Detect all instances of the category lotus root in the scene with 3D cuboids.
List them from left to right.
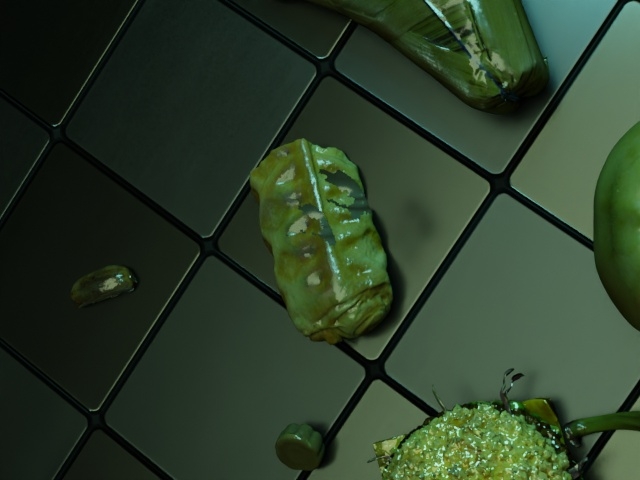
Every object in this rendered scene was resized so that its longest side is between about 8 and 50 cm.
[{"bbox_3d":[-0.262,0.052,1.803,0.083,0.030,0.037,-19,77,16],"label":"lotus root"}]

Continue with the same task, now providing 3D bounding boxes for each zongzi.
[{"bbox_3d":[0.084,-0.228,1.669,0.289,0.123,0.260,-23,80,26],"label":"zongzi"}]

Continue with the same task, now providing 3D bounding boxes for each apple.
[{"bbox_3d":[0.383,-0.009,1.478,0.262,0.262,0.262,-2,84,19],"label":"apple"}]

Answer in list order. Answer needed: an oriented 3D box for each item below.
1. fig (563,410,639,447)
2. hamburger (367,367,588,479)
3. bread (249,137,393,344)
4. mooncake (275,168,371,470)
[{"bbox_3d":[0.381,0.203,1.535,0.259,0.151,0.151,19,91,47],"label":"fig"},{"bbox_3d":[0.163,0.268,1.558,0.243,0.138,0.261,-20,66,9],"label":"hamburger"},{"bbox_3d":[0.000,0.000,1.691,0.128,0.088,0.232,-21,73,9],"label":"bread"},{"bbox_3d":[-0.007,0.098,1.618,0.150,0.057,0.347,24,116,-5],"label":"mooncake"}]
